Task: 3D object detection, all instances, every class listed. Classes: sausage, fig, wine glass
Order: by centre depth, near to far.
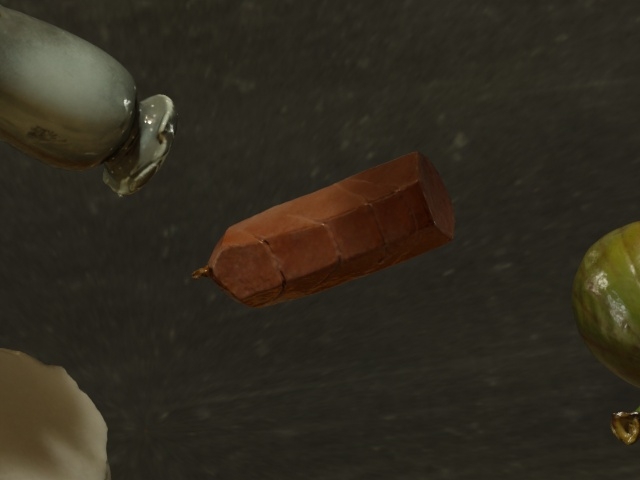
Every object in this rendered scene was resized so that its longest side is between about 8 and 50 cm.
[{"bbox_3d":[0.000,0.000,1.137,0.169,0.065,0.065,-21,86,21],"label":"sausage"},{"bbox_3d":[0.293,0.077,1.491,0.151,0.259,0.151,2,110,6],"label":"fig"},{"bbox_3d":[-0.225,-0.121,1.496,0.204,0.111,0.111,30,81,-30],"label":"wine glass"}]

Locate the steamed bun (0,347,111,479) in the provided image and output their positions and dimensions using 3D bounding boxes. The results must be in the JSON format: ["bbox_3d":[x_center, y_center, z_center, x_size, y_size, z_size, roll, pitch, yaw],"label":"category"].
[{"bbox_3d":[-0.235,0.161,1.240,0.183,0.183,0.106,41,119,0],"label":"steamed bun"}]
